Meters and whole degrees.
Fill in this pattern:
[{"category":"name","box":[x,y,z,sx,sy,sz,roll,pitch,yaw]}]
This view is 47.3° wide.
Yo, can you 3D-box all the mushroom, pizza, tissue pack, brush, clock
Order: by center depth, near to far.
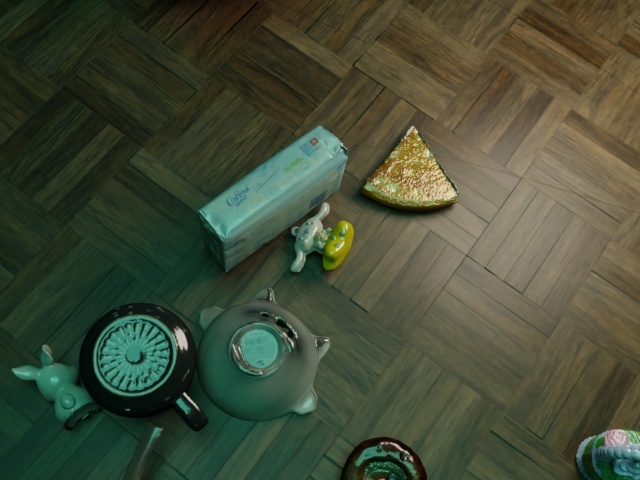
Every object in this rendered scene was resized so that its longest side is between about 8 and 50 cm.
[{"category":"brush","box":[-0.299,0.413,1.068,0.084,0.071,0.301,21,84,7]},{"category":"clock","box":[0.518,0.348,1.131,0.194,0.195,0.100,11,72,-3]},{"category":"mushroom","box":[0.102,0.394,1.137,0.135,0.080,0.170,-10,70,4]},{"category":"tissue pack","box":[-0.083,-0.071,1.246,0.263,0.177,0.089,-36,76,-16]},{"category":"pizza","box":[0.159,-0.133,1.368,0.185,0.036,0.176,-5,68,-5]}]

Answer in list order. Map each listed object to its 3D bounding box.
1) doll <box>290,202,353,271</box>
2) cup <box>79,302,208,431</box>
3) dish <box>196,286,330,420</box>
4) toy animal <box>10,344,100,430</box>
[{"category":"doll","box":[0.003,-0.007,1.298,0.113,0.071,0.135,-5,62,13]},{"category":"cup","box":[-0.258,0.210,1.123,0.169,0.176,0.223,-42,82,-20]},{"category":"dish","box":[-0.099,0.175,1.198,0.236,0.086,0.227,18,68,2]},{"category":"toy animal","box":[-0.414,0.234,1.157,0.071,0.085,0.124,-41,71,0]}]
